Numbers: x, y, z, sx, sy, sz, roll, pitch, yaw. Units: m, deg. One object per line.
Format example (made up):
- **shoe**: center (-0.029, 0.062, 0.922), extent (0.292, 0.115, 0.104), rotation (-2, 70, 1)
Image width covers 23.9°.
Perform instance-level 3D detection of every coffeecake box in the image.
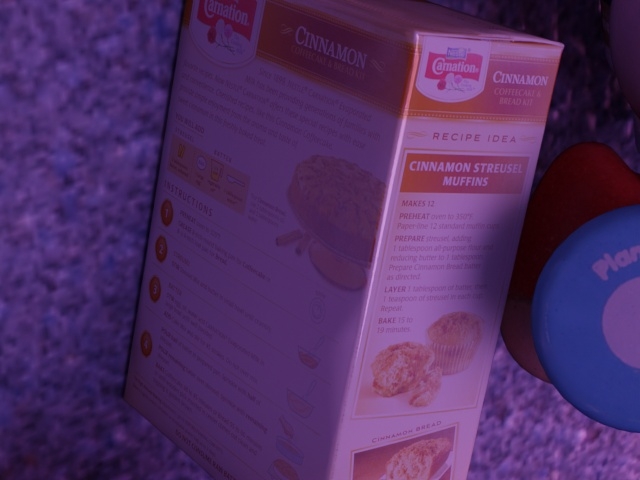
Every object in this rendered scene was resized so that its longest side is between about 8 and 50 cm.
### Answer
- **coffeecake box**: center (0.000, 0.000, 0.557), extent (0.068, 0.142, 0.185), rotation (-1, 109, -36)

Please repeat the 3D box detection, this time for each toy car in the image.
- **toy car**: center (0.183, -0.048, 0.557), extent (0.219, 0.210, 0.238), rotation (6, 92, -78)

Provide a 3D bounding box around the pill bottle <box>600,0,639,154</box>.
- **pill bottle**: center (0.169, -0.119, 0.661), extent (0.094, 0.094, 0.169), rotation (-24, 120, -26)
